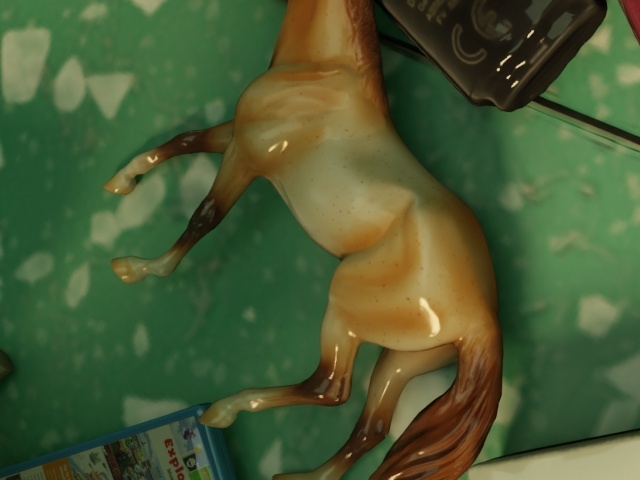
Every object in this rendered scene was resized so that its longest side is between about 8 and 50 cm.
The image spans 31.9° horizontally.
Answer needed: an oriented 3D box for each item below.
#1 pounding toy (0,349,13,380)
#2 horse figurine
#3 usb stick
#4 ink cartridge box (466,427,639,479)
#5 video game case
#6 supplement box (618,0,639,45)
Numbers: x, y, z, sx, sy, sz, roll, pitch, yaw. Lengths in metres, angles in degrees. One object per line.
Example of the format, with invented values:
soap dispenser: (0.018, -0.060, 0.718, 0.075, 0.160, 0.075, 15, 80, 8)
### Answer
pounding toy: (-0.260, 0.106, 0.468, 0.110, 0.237, 0.183, 42, 102, -2)
horse figurine: (0.000, 0.000, 0.475, 0.174, 0.066, 0.263, -39, 69, 20)
usb stick: (0.012, -0.172, 0.495, 0.278, 0.045, 0.077, 51, 117, 19)
ink cartridge box: (0.208, 0.167, 0.373, 0.275, 0.060, 0.239, -16, 77, 20)
video game case: (-0.106, 0.155, 0.520, 0.166, 0.015, 0.119, -20, 81, 20)
supplement box: (0.166, -0.091, 0.406, 0.104, 0.081, 0.188, -26, 75, 18)
